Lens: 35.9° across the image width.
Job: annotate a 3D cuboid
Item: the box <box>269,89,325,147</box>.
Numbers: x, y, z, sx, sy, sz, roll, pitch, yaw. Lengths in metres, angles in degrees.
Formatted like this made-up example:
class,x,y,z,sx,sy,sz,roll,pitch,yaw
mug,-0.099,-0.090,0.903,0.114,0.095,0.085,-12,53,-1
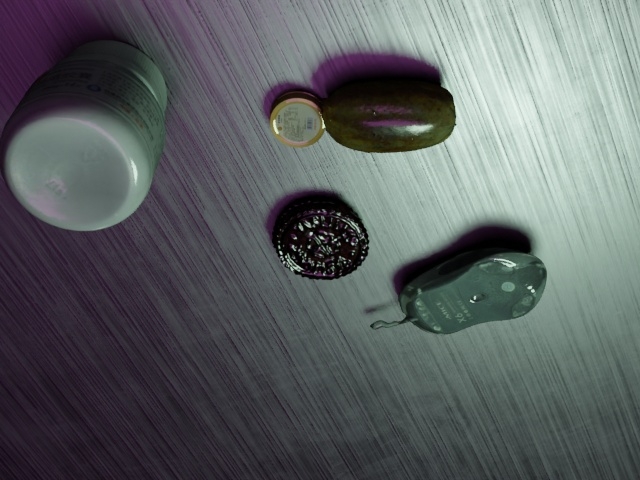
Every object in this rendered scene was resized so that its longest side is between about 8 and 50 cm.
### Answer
class,x,y,z,sx,sy,sz,roll,pitch,yaw
box,-0.040,-0.220,1.785,0.106,0.037,0.105,1,124,2

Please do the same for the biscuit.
class,x,y,z,sx,sy,sz,roll,pitch,yaw
biscuit,0.000,0.000,1.925,0.195,0.053,0.194,2,125,2

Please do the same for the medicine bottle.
class,x,y,z,sx,sy,sz,roll,pitch,yaw
medicine bottle,-0.383,-0.187,1.665,0.245,0.306,0.245,1,124,2

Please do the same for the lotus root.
class,x,y,z,sx,sy,sz,roll,pitch,yaw
lotus root,0.121,-0.218,1.727,0.241,0.123,0.123,-2,115,1

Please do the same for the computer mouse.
class,x,y,z,sx,sy,sz,roll,pitch,yaw
computer mouse,0.266,0.102,1.964,0.380,0.090,0.167,-20,121,23
